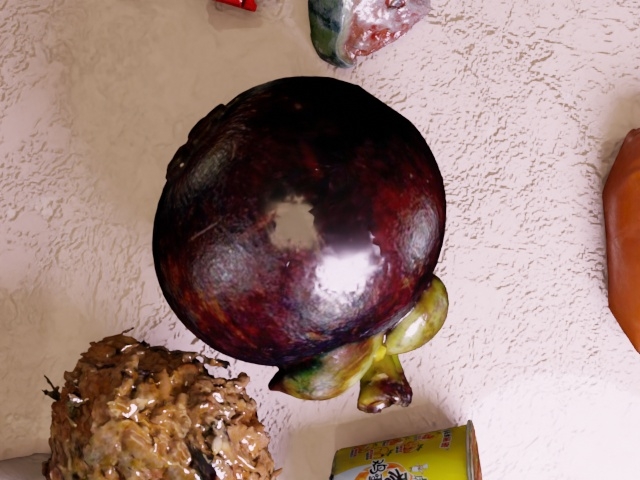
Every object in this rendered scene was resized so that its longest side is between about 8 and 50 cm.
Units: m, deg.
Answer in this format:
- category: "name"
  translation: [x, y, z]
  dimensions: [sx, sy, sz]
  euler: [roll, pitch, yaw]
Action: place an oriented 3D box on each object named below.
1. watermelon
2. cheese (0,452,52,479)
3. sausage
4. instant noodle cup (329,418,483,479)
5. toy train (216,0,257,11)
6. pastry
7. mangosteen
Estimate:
- category: "watermelon"
  translation: [0.062, -0.276, 1.124]
  dimensions: [0.139, 0.071, 0.187]
  euler: [5, 112, -17]
- category: "cheese"
  translation: [-0.358, 0.331, 1.099]
  dimensions: [0.154, 0.189, 0.198]
  euler: [3, 88, 34]
- category: "sausage"
  translation: [0.369, 0.006, 1.099]
  dimensions: [0.133, 0.133, 0.258]
  euler: [-2, 89, 2]
- category: "instant noodle cup"
  translation: [0.096, 0.296, 1.078]
  dimensions: [0.153, 0.205, 0.205]
  euler: [-8, 89, 11]
- category: "toy train"
  translation: [-0.091, -0.365, 1.120]
  dimensions: [0.083, 0.131, 0.204]
  euler: [8, 110, -37]
- category: "pastry"
  translation: [-0.169, 0.225, 1.044]
  dimensions: [0.275, 0.275, 0.193]
  euler: [48, 50, 2]
- category: "mangosteen"
  translation: [-0.010, -0.008, 1.022]
  dimensions: [0.330, 0.330, 0.330]
  euler: [0, 89, 2]
